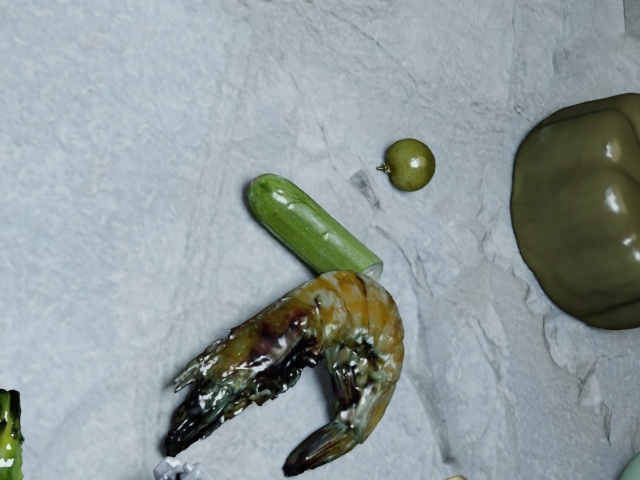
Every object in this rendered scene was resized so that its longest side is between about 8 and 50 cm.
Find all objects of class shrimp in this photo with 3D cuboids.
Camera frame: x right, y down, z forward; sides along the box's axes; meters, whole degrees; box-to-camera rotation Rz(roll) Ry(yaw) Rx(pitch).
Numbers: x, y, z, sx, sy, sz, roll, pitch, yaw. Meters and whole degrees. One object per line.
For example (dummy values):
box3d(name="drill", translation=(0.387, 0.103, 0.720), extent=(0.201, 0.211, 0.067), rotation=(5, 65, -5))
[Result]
box3d(name="shrimp", translation=(-0.025, 0.181, 1.267), extent=(0.365, 0.071, 0.233), rotation=(-34, 113, -35))

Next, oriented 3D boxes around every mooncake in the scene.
box3d(name="mooncake", translation=(0.492, -0.053, 1.731), extent=(0.378, 0.200, 0.379), rotation=(12, 72, -39))

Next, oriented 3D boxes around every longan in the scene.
box3d(name="longan", translation=(0.119, -0.104, 1.501), extent=(0.083, 0.075, 0.075), rotation=(-12, 85, -3))

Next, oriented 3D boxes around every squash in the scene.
box3d(name="squash", translation=(0.000, 0.000, 1.349), extent=(0.239, 0.069, 0.069), rotation=(41, 53, -27))

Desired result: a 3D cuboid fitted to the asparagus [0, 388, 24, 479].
box3d(name="asparagus", translation=(-0.306, 0.321, 0.914), extent=(0.128, 0.108, 0.382), rotation=(-1, 86, -23))

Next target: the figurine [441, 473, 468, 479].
box3d(name="figurine", translation=(0.189, 0.429, 1.326), extent=(0.181, 0.208, 0.257), rotation=(-35, 102, -12))

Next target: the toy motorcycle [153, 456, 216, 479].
box3d(name="toy motorcycle", translation=(-0.092, 0.311, 1.122), extent=(0.110, 0.171, 0.260), rotation=(-41, 125, -3))

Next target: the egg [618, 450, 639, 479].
box3d(name="egg", translation=(0.545, 0.442, 1.645), extent=(0.203, 0.203, 0.283), rotation=(25, 57, -36))
